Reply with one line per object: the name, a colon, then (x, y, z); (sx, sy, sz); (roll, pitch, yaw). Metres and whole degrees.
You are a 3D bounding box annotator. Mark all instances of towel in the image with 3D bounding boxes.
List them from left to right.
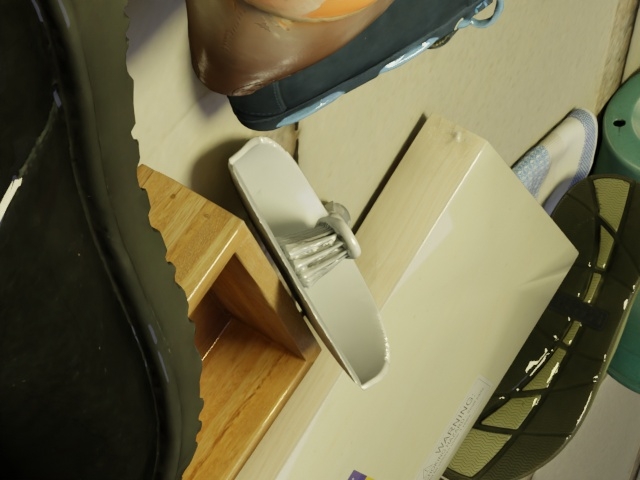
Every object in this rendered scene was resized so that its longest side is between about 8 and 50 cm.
towel: (0.147, 0.028, 1.387); (0.285, 0.034, 0.209); (-42, 152, -38)

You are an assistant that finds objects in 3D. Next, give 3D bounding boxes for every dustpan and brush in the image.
dustpan and brush: (0.000, 0.000, 0.948); (0.060, 0.147, 0.211); (-30, -174, -4)

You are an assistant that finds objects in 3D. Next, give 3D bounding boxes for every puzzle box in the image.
puzzle box: (0.035, 0.130, 1.197); (0.409, 0.052, 0.272); (-57, 153, -4)

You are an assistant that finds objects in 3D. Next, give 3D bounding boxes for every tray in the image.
tray: (-0.160, 0.176, 0.840); (0.411, 0.076, 0.203); (-56, 158, -12)

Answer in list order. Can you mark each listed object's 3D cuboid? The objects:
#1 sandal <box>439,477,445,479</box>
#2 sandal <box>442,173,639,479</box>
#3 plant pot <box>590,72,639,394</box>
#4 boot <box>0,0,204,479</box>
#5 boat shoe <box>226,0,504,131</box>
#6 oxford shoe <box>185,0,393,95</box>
sandal: (0.064, 0.314, 1.537); (0.254, 0.054, 0.097); (-41, 152, -40)
sandal: (0.197, 0.083, 1.374); (0.303, 0.120, 0.086); (-54, 168, -13)
plant pot: (0.366, -0.024, 1.528); (0.272, 0.271, 0.255); (-47, 141, -29)
boot: (-0.173, 0.054, 0.561); (0.260, 0.131, 0.348); (-51, 147, -39)
boat shoe: (0.041, -0.149, 0.861); (0.258, 0.109, 0.089); (-30, 154, -24)
oxford shoe: (0.044, -0.210, 0.761); (0.364, 0.130, 0.133); (-50, 176, -32)
